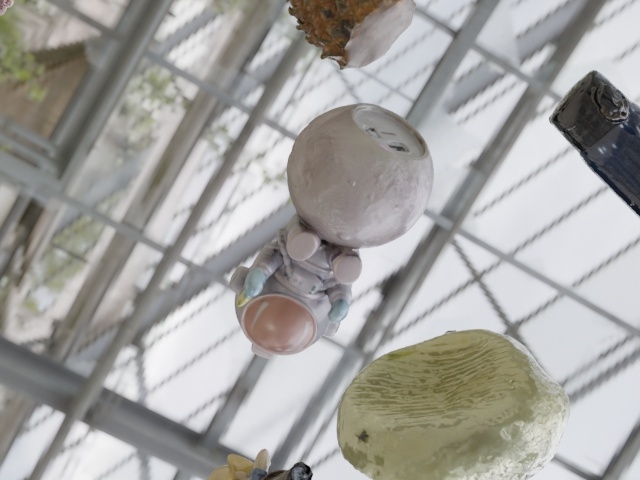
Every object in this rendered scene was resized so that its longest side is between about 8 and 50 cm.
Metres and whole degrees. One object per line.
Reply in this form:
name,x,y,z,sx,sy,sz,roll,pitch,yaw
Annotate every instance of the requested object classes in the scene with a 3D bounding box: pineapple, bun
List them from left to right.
pineapple,-0.027,-0.289,1.395,0.119,0.277,0.130,-46,160,13
bun,0.157,0.209,1.573,0.259,0.160,0.259,-13,-158,5

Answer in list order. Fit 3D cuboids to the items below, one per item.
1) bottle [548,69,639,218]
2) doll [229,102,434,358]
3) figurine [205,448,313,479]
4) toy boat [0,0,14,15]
bottle,0.308,-0.050,1.269,0.072,0.244,0.082,-49,-173,-20
doll,0.000,0.000,1.411,0.287,0.151,0.151,-59,-164,29
figurine,-0.061,0.288,1.568,0.196,0.114,0.108,-40,-165,47
toy boat,-0.355,-0.366,1.384,0.099,0.141,0.317,-86,173,-65
